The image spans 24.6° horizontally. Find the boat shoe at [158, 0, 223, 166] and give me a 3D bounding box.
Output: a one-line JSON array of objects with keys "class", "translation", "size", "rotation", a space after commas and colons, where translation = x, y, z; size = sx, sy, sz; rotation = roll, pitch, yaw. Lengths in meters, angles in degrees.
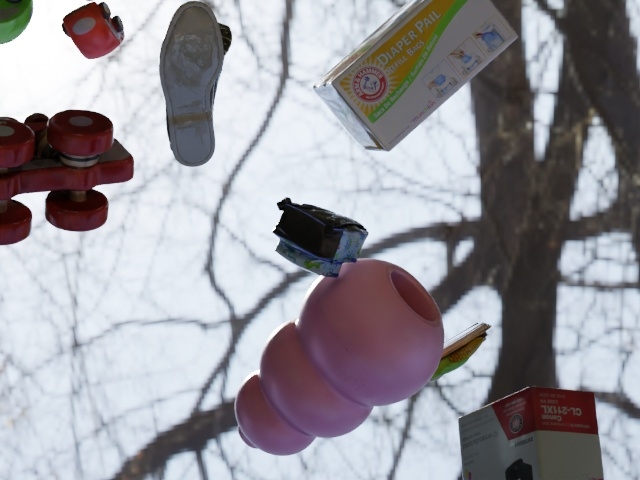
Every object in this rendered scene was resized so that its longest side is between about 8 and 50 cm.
[{"class": "boat shoe", "translation": [-0.154, -0.190, 1.722], "size": [0.075, 0.206, 0.065], "rotation": [-3, -150, -10]}]

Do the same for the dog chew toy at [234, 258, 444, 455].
[{"class": "dog chew toy", "translation": [0.011, 0.176, 2.029], "size": [0.332, 0.206, 0.206], "rotation": [-42, -156, 20]}]

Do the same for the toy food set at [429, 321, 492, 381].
[{"class": "toy food set", "translation": [0.201, 0.166, 2.172], "size": [0.132, 0.038, 0.192], "rotation": [-31, 176, 2]}]

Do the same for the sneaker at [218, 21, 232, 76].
[{"class": "sneaker", "translation": [-0.163, -0.225, 1.967], "size": [0.063, 0.073, 0.162], "rotation": [17, -118, -4]}]

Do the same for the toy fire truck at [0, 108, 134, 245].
[{"class": "toy fire truck", "translation": [-0.455, -0.132, 2.256], "size": [0.302, 0.169, 0.254], "rotation": [-10, -146, -29]}]

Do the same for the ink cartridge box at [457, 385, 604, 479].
[{"class": "ink cartridge box", "translation": [0.192, 0.233, 1.324], "size": [0.072, 0.127, 0.175], "rotation": [9, -114, -27]}]

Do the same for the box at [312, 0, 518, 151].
[{"class": "box", "translation": [0.105, -0.203, 1.672], "size": [0.203, 0.103, 0.114], "rotation": [-42, -169, -5]}]

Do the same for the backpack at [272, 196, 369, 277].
[{"class": "backpack", "translation": [0.000, 0.000, 1.935], "size": [0.105, 0.084, 0.114], "rotation": [26, -169, 28]}]

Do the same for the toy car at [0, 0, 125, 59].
[{"class": "toy car", "translation": [-0.322, -0.268, 1.738], "size": [0.225, 0.239, 0.053], "rotation": [-13, -111, -21]}]
